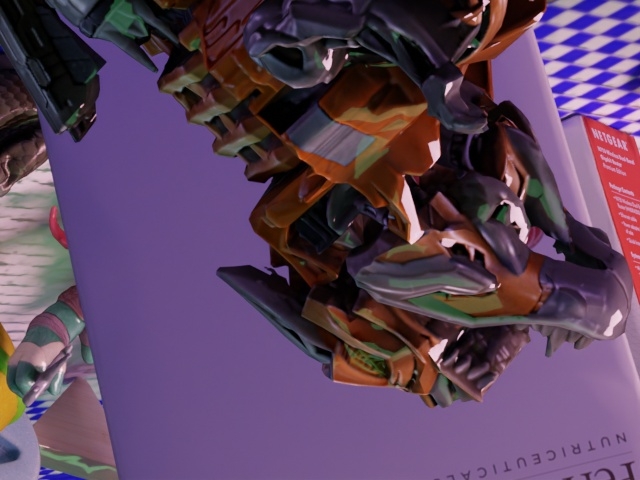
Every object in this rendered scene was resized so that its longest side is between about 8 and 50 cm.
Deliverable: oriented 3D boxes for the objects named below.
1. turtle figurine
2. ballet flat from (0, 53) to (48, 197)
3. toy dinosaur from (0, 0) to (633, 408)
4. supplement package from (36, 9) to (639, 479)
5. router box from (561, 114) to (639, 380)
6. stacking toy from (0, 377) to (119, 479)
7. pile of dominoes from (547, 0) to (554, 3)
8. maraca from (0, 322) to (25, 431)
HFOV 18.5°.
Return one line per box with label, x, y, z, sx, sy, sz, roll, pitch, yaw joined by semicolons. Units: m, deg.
turtle figurine;-0.081;0.034;1.086;0.175;0.118;0.234;2;177;-5
ballet flat;-0.233;-0.024;0.868;0.250;0.058;0.084;-14;163;-2
toy dinosaur;-0.009;-0.111;0.366;0.218;0.164;0.322;-16;134;30
supplement package;0.000;0.000;0.732;0.177;0.293;0.175;-14;164;-3
router box;0.071;0.128;1.190;0.335;0.301;0.082;-24;161;28
stacking toy;-0.154;0.180;1.254;0.279;0.309;0.130;-19;153;-50
pile of dominoes;0.182;-0.183;0.779;0.251;0.040;0.196;-21;164;-6
maraca;-0.234;0.057;1.072;0.127;0.099;0.185;-7;144;22
